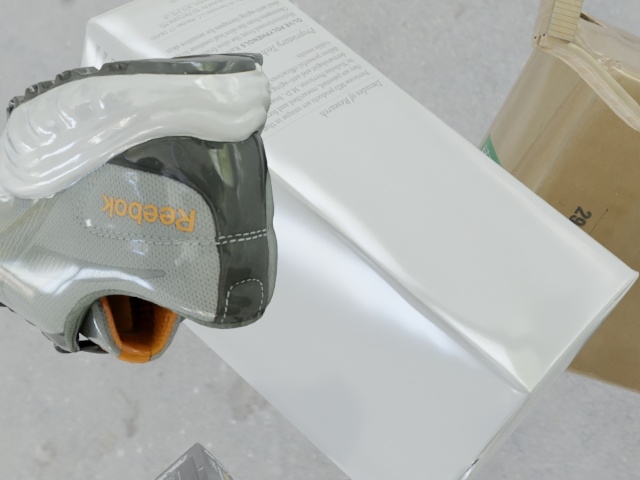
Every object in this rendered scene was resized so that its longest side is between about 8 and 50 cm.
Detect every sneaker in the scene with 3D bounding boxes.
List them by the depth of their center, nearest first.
[{"bbox_3d":[-0.115,0.004,0.437,0.271,0.100,0.108,-14,87,51],"label":"sneaker"}]

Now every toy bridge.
[{"bbox_3d":[0.199,-0.081,0.532,0.026,0.188,0.063,-156,80,-77],"label":"toy bridge"}]

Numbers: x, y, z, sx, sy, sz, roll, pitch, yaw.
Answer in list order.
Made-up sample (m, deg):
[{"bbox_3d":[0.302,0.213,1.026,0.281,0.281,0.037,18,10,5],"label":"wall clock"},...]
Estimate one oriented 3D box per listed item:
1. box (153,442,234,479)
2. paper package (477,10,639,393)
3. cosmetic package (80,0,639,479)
[{"bbox_3d":[-0.162,0.283,0.836,0.231,0.056,0.183,-41,12,-7],"label":"box"},{"bbox_3d":[0.311,-0.031,1.042,0.168,0.309,0.325,-94,26,-57],"label":"paper package"},{"bbox_3d":[0.000,0.000,0.704,0.365,0.155,0.197,41,138,14],"label":"cosmetic package"}]
